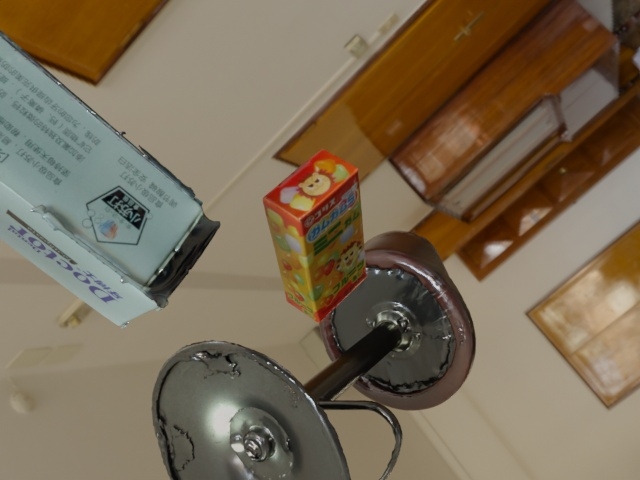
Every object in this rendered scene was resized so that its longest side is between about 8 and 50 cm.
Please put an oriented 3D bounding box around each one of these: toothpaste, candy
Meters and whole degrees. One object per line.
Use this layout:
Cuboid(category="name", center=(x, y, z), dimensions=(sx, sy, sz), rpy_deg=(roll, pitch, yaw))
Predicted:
Cuboid(category="toothpaste", center=(-0.195, -0.078, 0.348), dimensions=(0.313, 0.089, 0.071), rpy_deg=(41, -122, -16))
Cuboid(category="candy", center=(0.000, 0.000, 0.495), dimensions=(0.038, 0.062, 0.122), rpy_deg=(33, 150, 30))

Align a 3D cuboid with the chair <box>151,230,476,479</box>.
Cuboid(category="chair", center=(0.031, 0.140, 0.761), dimensions=(0.226, 0.226, 0.401), rpy_deg=(49, -145, 9))
